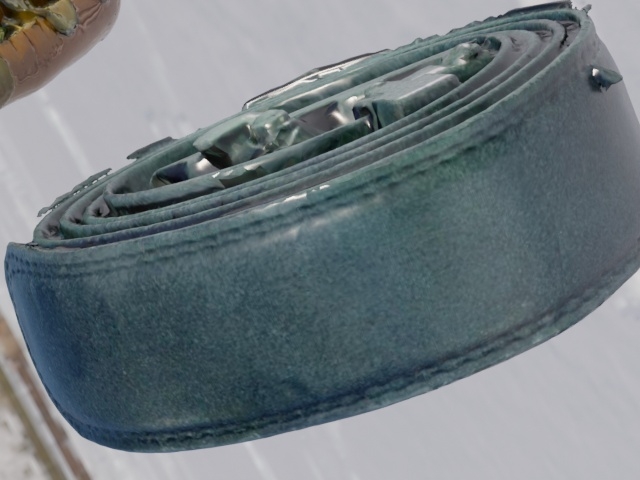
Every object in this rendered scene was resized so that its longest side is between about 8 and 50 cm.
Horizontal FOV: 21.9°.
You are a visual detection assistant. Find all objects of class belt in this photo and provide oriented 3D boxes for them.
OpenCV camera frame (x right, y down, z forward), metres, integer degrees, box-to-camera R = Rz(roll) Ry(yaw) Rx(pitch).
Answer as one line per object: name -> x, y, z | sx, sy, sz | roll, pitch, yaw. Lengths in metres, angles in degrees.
belt -> 0.000, 0.000, 0.652 | 0.206, 0.268, 0.116 | -61, -50, -68

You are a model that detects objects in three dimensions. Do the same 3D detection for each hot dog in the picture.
hot dog -> -0.215, -0.131, 1.029 | 0.109, 0.269, 0.072 | 31, 126, 8
